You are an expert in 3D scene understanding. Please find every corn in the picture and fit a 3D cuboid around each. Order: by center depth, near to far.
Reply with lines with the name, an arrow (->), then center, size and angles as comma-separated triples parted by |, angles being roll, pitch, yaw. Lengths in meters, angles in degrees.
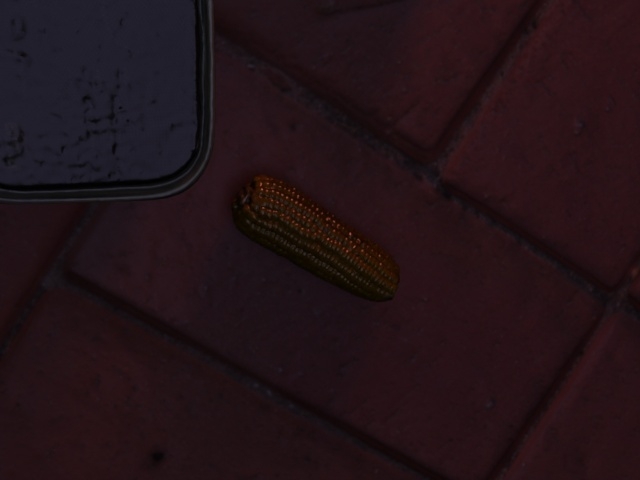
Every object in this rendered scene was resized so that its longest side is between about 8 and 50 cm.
corn -> 0.000, 0.000, 1.321 | 0.231, 0.080, 0.080 | 29, 95, -21

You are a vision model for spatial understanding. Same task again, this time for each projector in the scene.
projector -> -0.245, -0.180, 1.113 | 0.249, 0.249, 0.248 | -4, 104, -15
